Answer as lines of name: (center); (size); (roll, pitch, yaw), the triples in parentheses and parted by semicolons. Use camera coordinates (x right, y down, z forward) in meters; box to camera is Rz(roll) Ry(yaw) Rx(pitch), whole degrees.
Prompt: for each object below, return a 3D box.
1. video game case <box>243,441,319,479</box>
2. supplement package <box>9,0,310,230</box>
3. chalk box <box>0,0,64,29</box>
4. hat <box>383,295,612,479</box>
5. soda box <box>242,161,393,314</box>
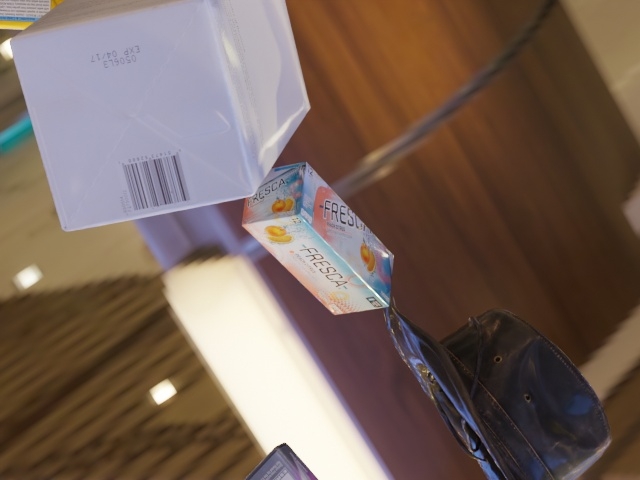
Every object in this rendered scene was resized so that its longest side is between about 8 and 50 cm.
video game case: (-0.005, 0.347, 1.777); (0.196, 0.274, 0.026); (-48, 166, 25)
supplement package: (-0.131, -0.145, 1.734); (0.177, 0.175, 0.293); (-11, -164, 13)
chalk box: (-0.326, -0.281, 1.921); (0.132, 0.132, 0.213); (-1, -169, -19)
hat: (0.196, 0.166, 1.919); (0.134, 0.331, 0.331); (-32, -165, -6)
soda box: (0.000, 0.000, 1.799); (0.063, 0.183, 0.058); (-10, -123, 27)
